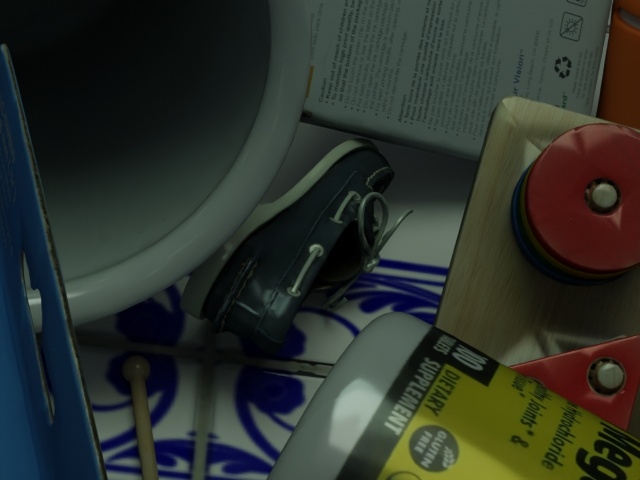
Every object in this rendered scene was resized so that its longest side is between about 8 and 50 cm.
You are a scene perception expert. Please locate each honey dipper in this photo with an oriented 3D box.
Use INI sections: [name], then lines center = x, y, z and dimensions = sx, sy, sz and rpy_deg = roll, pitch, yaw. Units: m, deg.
[honey dipper]
center = -0.101, 0.127, 0.761
dimensions = 0.030, 0.030, 0.161
rpy_deg = 1, 41, -14

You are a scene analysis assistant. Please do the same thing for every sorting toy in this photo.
[sorting toy]
center = 0.199, 0.059, 0.764
dimensions = 0.255, 0.089, 0.257
rpy_deg = 16, 81, 2

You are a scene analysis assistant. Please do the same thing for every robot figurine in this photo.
[robot figurine]
center = 0.289, -0.137, 1.013
dimensions = 0.128, 0.219, 0.158
rpy_deg = 8, 27, 10

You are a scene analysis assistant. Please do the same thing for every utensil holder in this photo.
[utensil holder]
center = -0.211, -0.177, 0.808
dimensions = 0.327, 0.328, 0.385
rpy_deg = -2, 29, -17

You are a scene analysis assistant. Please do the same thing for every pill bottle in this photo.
[pill bottle]
center = 0.131, 0.189, 0.625
dimensions = 0.334, 0.188, 0.188
rpy_deg = 29, 43, 9

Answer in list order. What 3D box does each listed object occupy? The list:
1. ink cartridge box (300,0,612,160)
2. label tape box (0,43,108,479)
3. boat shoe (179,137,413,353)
[ink cartridge box]
center = 0.085, -0.231, 0.956
dimensions = 0.330, 0.324, 0.071
rpy_deg = 11, 1, -31
[label tape box]
center = -0.165, 0.127, 0.510
dimensions = 0.105, 0.334, 0.241
rpy_deg = -5, 44, -20
[boat shoe]
center = 0.000, 0.000, 0.871
dimensions = 0.079, 0.095, 0.254
rpy_deg = 34, 27, 10
